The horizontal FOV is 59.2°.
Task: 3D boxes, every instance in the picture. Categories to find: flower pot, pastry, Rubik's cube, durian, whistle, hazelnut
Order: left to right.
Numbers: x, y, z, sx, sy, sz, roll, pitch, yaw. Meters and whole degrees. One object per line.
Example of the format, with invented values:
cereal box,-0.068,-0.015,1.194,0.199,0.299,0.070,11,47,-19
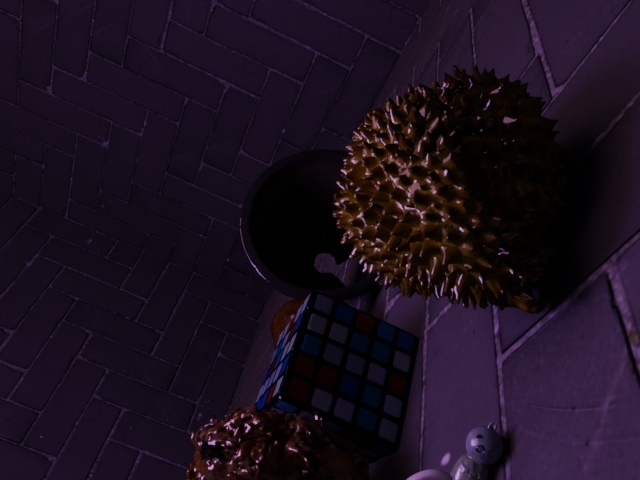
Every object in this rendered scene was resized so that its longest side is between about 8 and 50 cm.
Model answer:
pastry,-0.062,0.340,0.711,0.193,0.274,0.275,-46,-13,-54
flower pot,0.000,0.000,1.332,0.251,0.379,0.380,90,-161,-66
hazelnut,0.000,0.191,1.091,0.203,0.178,0.178,18,83,41
Rubik's cube,0.017,0.218,0.865,0.184,0.187,0.182,-52,15,53
durian,0.143,-0.054,0.622,0.258,0.258,0.293,123,164,-52
whistle,0.145,0.219,0.537,0.035,0.035,0.100,-115,47,-80

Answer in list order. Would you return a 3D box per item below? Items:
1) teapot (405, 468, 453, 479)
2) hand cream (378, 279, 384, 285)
teapot,0.064,0.327,0.585,0.226,0.092,0.145,-61,9,13
hand cream,0.151,0.036,1.091,0.163,0.038,0.062,115,174,-61
